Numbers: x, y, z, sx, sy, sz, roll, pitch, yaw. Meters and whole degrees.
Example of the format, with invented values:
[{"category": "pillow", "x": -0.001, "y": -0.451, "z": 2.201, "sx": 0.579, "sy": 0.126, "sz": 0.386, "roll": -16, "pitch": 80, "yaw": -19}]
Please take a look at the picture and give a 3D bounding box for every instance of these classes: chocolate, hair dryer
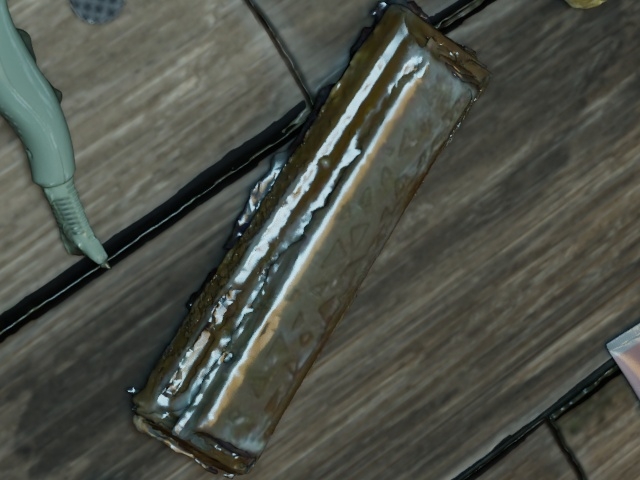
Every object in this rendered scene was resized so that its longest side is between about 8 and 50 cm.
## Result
[{"category": "chocolate", "x": 0.000, "y": -0.001, "z": 1.084, "sx": 0.102, "sy": 0.065, "sz": 0.329, "roll": 33, "pitch": 87, "yaw": -23}, {"category": "hair dryer", "x": -0.149, "y": -0.146, "z": 1.002, "sx": 0.229, "sy": 0.092, "sz": 0.267, "roll": -52, "pitch": 128, "yaw": -10}]

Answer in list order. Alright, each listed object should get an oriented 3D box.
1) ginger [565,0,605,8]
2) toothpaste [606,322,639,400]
[{"category": "ginger", "x": 0.153, "y": -0.285, "z": 1.077, "sx": 0.089, "sy": 0.075, "sz": 0.288, "roll": -14, "pitch": 110, "yaw": -15}, {"category": "toothpaste", "x": 0.276, "y": 0.139, "z": 1.238, "sx": 0.067, "sy": 0.043, "sz": 0.194, "roll": -31, "pitch": 105, "yaw": -9}]
